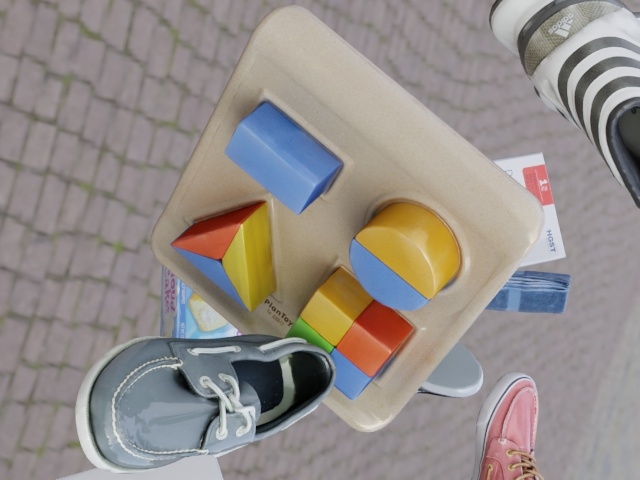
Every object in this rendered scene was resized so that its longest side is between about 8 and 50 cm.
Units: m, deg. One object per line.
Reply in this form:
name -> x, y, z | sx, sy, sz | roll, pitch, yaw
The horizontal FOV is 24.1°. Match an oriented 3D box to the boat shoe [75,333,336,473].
boat shoe -> -0.095, 0.135, 1.348 | 0.319, 0.099, 0.116 | -4, 85, -60

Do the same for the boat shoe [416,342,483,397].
boat shoe -> 0.093, 0.140, 1.610 | 0.065, 0.183, 0.083 | -49, 145, -34

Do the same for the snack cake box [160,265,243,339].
snack cake box -> -0.153, 0.131, 2.209 | 0.089, 0.152, 0.264 | 153, -61, -64

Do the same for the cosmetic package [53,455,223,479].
cosmetic package -> -0.213, 0.369, 1.782 | 0.225, 0.224, 0.138 | 89, -17, -57

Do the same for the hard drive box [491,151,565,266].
hard drive box -> 0.258, -0.034, 2.420 | 0.089, 0.232, 0.181 | 158, -80, -67

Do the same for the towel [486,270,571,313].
towel -> 0.244, 0.064, 1.833 | 0.067, 0.119, 0.029 | 91, 3, -51

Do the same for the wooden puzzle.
wooden puzzle -> 0.000, 0.000, 1.432 | 0.080, 0.322, 0.348 | -41, 169, -48

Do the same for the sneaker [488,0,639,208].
sneaker -> 0.341, -0.113, 1.579 | 0.169, 0.258, 0.447 | -36, 156, 20

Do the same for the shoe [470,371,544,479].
shoe -> 0.181, 0.214, 1.375 | 0.063, 0.081, 0.178 | 14, 92, -35
